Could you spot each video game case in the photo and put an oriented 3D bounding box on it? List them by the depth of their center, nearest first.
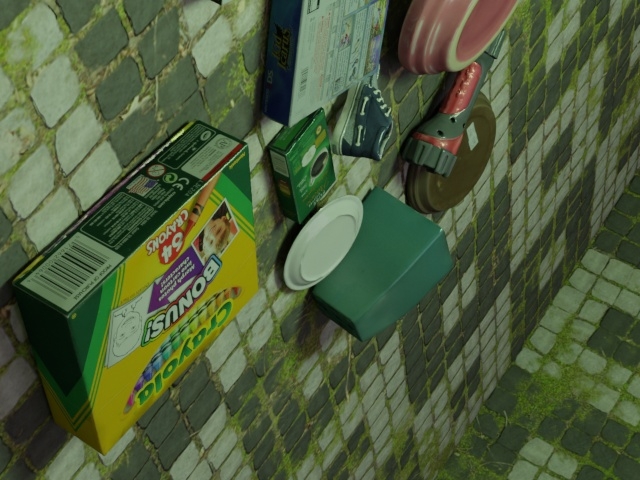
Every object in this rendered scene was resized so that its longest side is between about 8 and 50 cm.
[{"bbox_3d":[0.015,-0.336,1.850,0.244,0.061,0.270,-36,145,-44],"label":"video game case"}]

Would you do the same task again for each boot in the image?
[{"bbox_3d":[0.087,-0.217,2.045,0.069,0.086,0.190,61,45,-65],"label":"boot"}]

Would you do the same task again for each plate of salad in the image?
[{"bbox_3d":[0.000,0.000,2.182,0.200,0.048,0.200,-37,150,-26],"label":"plate of salad"}]

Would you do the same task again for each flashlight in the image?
[{"bbox_3d":[0.254,-0.276,2.365,0.103,0.103,0.304,-106,-142,-86],"label":"flashlight"}]

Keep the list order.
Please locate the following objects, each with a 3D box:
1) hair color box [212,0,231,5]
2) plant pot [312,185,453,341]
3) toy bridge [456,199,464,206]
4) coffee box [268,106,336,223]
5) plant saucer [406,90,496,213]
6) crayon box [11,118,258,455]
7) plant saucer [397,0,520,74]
[{"bbox_3d":[-0.091,-0.376,1.604,0.167,0.053,0.093,-38,147,-47],"label":"hair color box"},{"bbox_3d":[0.105,0.059,2.326,0.234,0.165,0.166,-49,153,-12],"label":"plant pot"},{"bbox_3d":[0.294,-0.151,2.647,0.063,0.026,0.188,-38,145,-42],"label":"toy bridge"},{"bbox_3d":[-0.029,-0.123,2.003,0.113,0.040,0.184,-53,154,-25],"label":"coffee box"},{"bbox_3d":[0.275,-0.174,2.531,0.278,0.041,0.278,-35,141,-35],"label":"plant saucer"},{"bbox_3d":[-0.233,0.064,1.700,0.363,0.106,0.313,-47,152,-32],"label":"crayon box"},{"bbox_3d":[0.262,-0.413,2.110,0.332,0.084,0.332,-46,163,-19],"label":"plant saucer"}]
